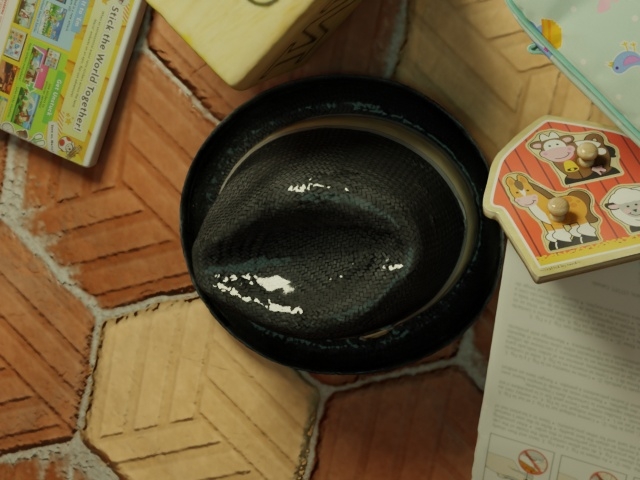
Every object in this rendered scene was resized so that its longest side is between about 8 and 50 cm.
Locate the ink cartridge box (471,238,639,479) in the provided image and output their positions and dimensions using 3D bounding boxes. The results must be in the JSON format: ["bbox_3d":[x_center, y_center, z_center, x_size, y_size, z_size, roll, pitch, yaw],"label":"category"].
[{"bbox_3d":[0.310,0.155,1.621,0.308,0.091,0.385,16,125,16],"label":"ink cartridge box"}]

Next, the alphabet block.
[{"bbox_3d":[-0.046,-0.277,1.565,0.192,0.193,0.197,46,112,5],"label":"alphabet block"}]

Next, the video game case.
[{"bbox_3d":[-0.287,-0.215,1.750,0.206,0.026,0.227,24,108,12],"label":"video game case"}]

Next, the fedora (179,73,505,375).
[{"bbox_3d":[0.000,0.000,1.637,0.334,0.152,0.334,4,104,17],"label":"fedora"}]

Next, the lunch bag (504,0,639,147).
[{"bbox_3d":[0.299,-0.198,1.467,0.279,0.108,0.224,46,115,4],"label":"lunch bag"}]

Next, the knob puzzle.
[{"bbox_3d":[0.235,-0.055,1.540,0.213,0.213,0.030,13,136,15],"label":"knob puzzle"}]
